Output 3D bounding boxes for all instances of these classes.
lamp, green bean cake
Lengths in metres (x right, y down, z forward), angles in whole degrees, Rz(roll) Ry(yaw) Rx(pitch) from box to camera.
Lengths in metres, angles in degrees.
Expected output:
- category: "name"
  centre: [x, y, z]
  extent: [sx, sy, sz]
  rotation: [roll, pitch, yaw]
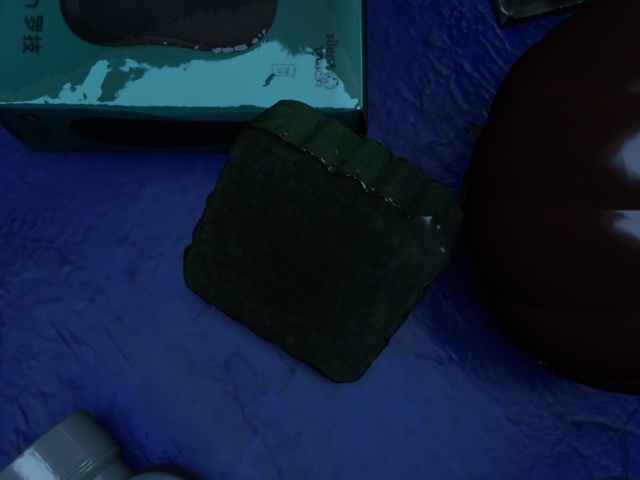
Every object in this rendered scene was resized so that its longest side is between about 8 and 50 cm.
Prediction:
- category: "lamp"
  centre: [0.246, -0.034, 0.596]
  extent: [0.303, 0.257, 0.303]
  rotation: [-6, 99, -41]
- category: "green bean cake"
  centre: [0.000, 0.000, 0.620]
  extent: [0.183, 0.185, 0.094]
  rotation: [33, 41, 4]

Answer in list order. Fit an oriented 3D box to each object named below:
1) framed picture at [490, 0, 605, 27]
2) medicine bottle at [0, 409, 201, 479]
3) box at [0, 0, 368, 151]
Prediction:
- category: "framed picture"
  centre: [0.279, -0.340, 0.780]
  extent: [0.281, 0.019, 0.208]
  rotation: [-14, 81, -6]
- category: "medicine bottle"
  centre: [-0.125, 0.274, 0.596]
  extent: [0.161, 0.111, 0.296]
  rotation: [-41, 83, -9]
- category: "box"
  centre: [-0.113, -0.188, 0.680]
  extent: [0.312, 0.118, 0.205]
  rotation: [1, 81, -3]
